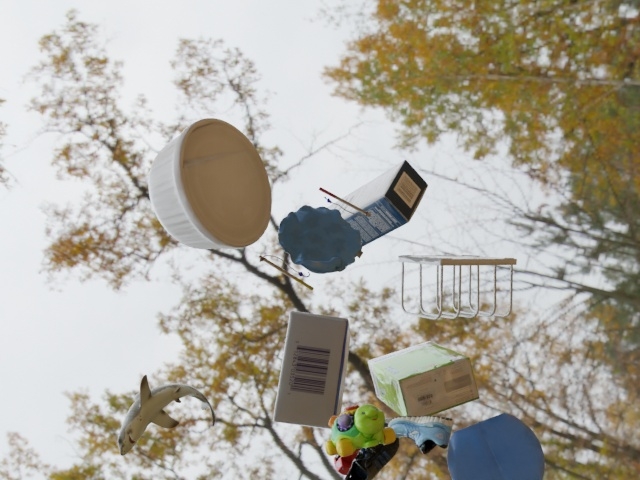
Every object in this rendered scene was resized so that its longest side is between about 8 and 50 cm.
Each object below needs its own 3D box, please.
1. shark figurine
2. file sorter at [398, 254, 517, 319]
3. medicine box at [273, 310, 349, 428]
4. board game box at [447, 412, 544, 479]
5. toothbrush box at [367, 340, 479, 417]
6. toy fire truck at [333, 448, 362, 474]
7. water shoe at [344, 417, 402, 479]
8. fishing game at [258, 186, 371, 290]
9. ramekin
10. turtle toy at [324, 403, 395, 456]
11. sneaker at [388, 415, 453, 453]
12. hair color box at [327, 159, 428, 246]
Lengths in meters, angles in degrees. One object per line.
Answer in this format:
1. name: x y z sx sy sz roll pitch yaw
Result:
1. shark figurine: -0.366 0.370 1.618 0.278 0.116 0.166 -8 -84 -49
2. file sorter: 0.388 0.130 1.992 0.278 0.193 0.173 1 -90 -30
3. medicine box: -0.013 0.336 1.767 0.289 0.149 0.263 74 -157 -74
4. board game box: 0.311 0.391 1.251 0.169 0.133 0.033 -21 -24 -2
5. toothbrush box: 0.276 0.381 1.926 0.206 0.283 0.122 -16 -84 -12
6. toy fire truck: 0.110 0.587 1.901 0.047 0.135 0.192 28 -70 -20
7. water shoe: 0.124 0.505 1.626 0.080 0.073 0.203 -19 -42 -54
8. fishing game: 0.000 0.000 1.523 0.264 0.189 0.041 -55 -12 -37
9. ramekin: -0.232 -0.106 1.444 0.273 0.127 0.272 26 -123 -48
10. turtle toy: 0.059 0.279 1.041 0.095 0.130 0.066 -9 -102 -22
11. sneaker: 0.197 0.395 1.419 0.063 0.162 0.073 17 -113 -34
12. hair color box: 0.124 -0.072 1.956 0.105 0.347 0.174 46 -133 -14
